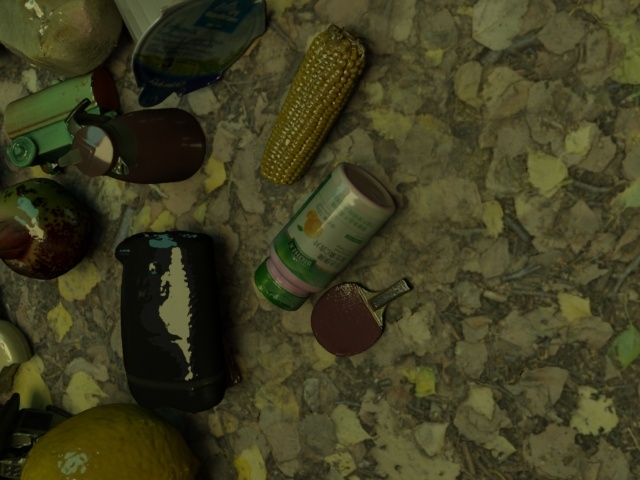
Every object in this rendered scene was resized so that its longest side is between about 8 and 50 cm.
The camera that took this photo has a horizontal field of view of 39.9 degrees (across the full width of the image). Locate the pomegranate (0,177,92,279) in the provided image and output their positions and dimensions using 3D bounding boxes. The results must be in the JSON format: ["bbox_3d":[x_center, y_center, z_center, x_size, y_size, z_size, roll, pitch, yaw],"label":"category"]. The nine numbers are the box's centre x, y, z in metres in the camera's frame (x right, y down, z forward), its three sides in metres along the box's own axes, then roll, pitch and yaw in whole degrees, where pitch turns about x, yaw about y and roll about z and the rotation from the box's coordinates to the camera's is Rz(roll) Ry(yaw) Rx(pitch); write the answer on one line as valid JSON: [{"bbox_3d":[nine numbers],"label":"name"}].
[{"bbox_3d":[-0.580,-0.015,1.759,0.214,0.248,0.214,5,106,19],"label":"pomegranate"}]

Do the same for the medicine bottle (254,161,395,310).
[{"bbox_3d":[0.000,0.000,1.566,0.133,0.133,0.274,46,114,11],"label":"medicine bottle"}]

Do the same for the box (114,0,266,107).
[{"bbox_3d":[-0.271,-0.410,1.587,0.291,0.262,0.206,-43,68,33],"label":"box"}]

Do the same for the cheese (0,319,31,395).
[{"bbox_3d":[-0.742,0.218,1.964,0.163,0.070,0.249,-32,85,24],"label":"cheese"}]

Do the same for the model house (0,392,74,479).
[{"bbox_3d":[-0.556,0.467,1.890,0.278,0.205,0.219,9,105,-8],"label":"model house"}]

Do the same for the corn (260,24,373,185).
[{"bbox_3d":[-0.016,-0.232,1.556,0.106,0.106,0.305,36,115,15],"label":"corn"}]

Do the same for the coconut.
[{"bbox_3d":[-0.498,-0.426,1.654,0.227,0.230,0.227,-2,85,26],"label":"coconut"}]

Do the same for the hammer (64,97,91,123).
[{"bbox_3d":[-0.412,-0.191,1.701,0.062,0.199,0.013,-43,46,-3],"label":"hammer"}]

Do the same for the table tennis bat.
[{"bbox_3d":[0.075,0.130,1.615,0.220,0.019,0.130,-34,84,26],"label":"table tennis bat"}]

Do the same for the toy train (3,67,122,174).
[{"bbox_3d":[-0.521,-0.243,1.781,0.285,0.116,0.177,-15,79,26],"label":"toy train"}]

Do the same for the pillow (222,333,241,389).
[{"bbox_3d":[-0.251,0.197,1.758,0.126,0.043,0.233,-24,88,22],"label":"pillow"}]

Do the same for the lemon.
[{"bbox_3d":[-0.413,0.476,1.718,0.335,0.336,0.336,4,100,23],"label":"lemon"}]

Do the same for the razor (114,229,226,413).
[{"bbox_3d":[-0.286,0.152,1.682,0.204,0.113,0.349,-2,97,18],"label":"razor"}]

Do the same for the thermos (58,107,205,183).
[{"bbox_3d":[-0.352,-0.177,1.622,0.176,0.265,0.146,35,110,17],"label":"thermos"}]
